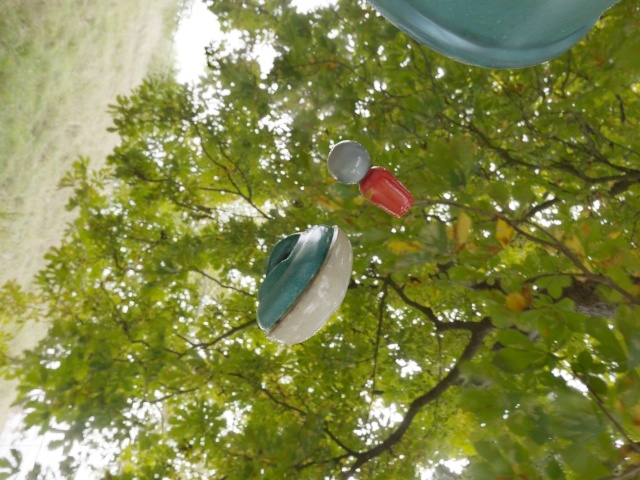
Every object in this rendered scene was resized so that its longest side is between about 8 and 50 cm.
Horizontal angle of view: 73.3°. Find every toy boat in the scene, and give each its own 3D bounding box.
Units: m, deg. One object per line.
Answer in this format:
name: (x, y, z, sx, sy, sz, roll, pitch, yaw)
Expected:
toy boat: (0.000, 0.000, 0.697, 0.318, 0.148, 0.267, -52, -173, 14)

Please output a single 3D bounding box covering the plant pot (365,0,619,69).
plant pot: (0.176, -0.310, 0.181, 0.334, 0.341, 0.341, -10, -117, 68)
